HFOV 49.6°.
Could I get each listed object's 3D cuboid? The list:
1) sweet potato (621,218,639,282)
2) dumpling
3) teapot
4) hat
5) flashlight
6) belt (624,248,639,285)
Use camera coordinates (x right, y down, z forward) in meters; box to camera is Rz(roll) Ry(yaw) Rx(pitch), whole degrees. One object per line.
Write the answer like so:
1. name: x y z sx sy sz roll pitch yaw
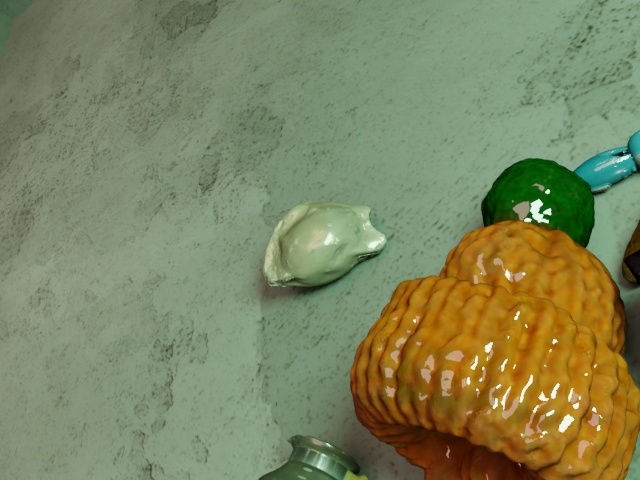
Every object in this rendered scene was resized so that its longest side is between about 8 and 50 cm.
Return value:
1. sweet potato: 0.459 -0.078 0.708 0.359 0.112 0.112 -49 38 42
2. dumpling: 0.000 0.000 1.066 0.199 0.118 0.136 -13 57 9
3. teapot: 0.001 0.324 0.875 0.166 0.130 0.119 20 60 13
4. hat: 0.234 0.098 0.768 0.285 0.285 0.400 7 43 43
5. flashlight: 0.362 -0.095 0.857 0.129 0.051 0.051 -27 50 33
6. belt: 0.414 0.094 0.606 0.164 0.184 0.289 -34 53 15
